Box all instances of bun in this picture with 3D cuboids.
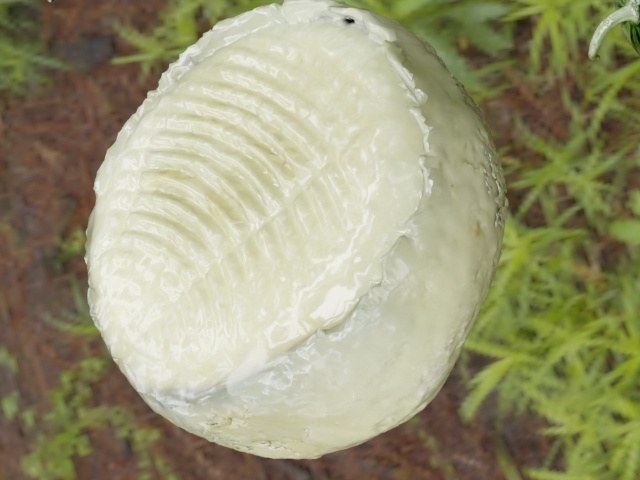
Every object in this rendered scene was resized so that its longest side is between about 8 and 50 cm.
[{"bbox_3d":[0.000,0.000,1.016,0.259,0.152,0.259,-19,55,29],"label":"bun"}]

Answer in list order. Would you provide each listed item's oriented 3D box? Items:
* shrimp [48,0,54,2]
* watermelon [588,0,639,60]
[{"bbox_3d":[-0.168,-0.237,0.958,0.068,0.287,0.185,21,91,6],"label":"shrimp"},{"bbox_3d":[0.182,-0.120,0.858,0.109,0.109,0.109,11,108,39],"label":"watermelon"}]
